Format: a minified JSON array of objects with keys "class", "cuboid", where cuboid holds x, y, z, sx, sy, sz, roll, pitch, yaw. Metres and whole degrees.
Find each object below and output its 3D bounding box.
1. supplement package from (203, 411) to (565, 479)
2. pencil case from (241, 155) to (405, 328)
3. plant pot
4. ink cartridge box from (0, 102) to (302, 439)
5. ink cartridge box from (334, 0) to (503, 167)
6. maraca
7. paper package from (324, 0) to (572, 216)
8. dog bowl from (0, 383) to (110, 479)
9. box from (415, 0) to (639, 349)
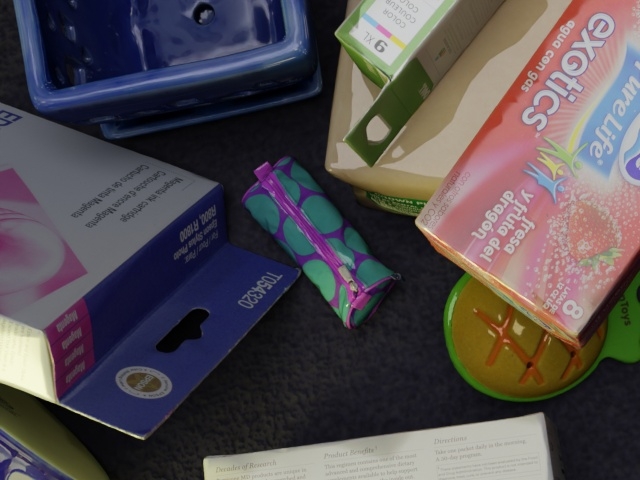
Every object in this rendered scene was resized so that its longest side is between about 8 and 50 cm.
[{"class":"supplement package","cuboid":[0.063,0.227,1.414,0.262,0.204,0.145,-8,80,9]},{"class":"pencil case","cuboid":[0.000,0.000,1.534,0.064,0.070,0.152,-42,75,2]},{"class":"plant pot","cuboid":[-0.121,-0.214,1.520,0.236,0.212,0.236,-11,78,8]},{"class":"ink cartridge box","cuboid":[-0.214,0.007,1.455,0.330,0.324,0.071,18,117,14]},{"class":"ink cartridge box","cuboid":[0.072,-0.163,1.358,0.062,0.109,0.209,39,90,14]},{"class":"maraca","cuboid":[0.189,0.063,1.477,0.185,0.099,0.127,-13,93,-14]},{"class":"paper package","cuboid":[0.190,-0.164,1.478,0.324,0.168,0.309,7,82,11]},{"class":"dog bowl","cuboid":[-0.299,0.160,1.462,0.265,0.265,0.104,40,88,14]},{"class":"box","cuboid":[0.215,-0.083,1.300,0.142,0.154,0.300,36,89,12]}]
